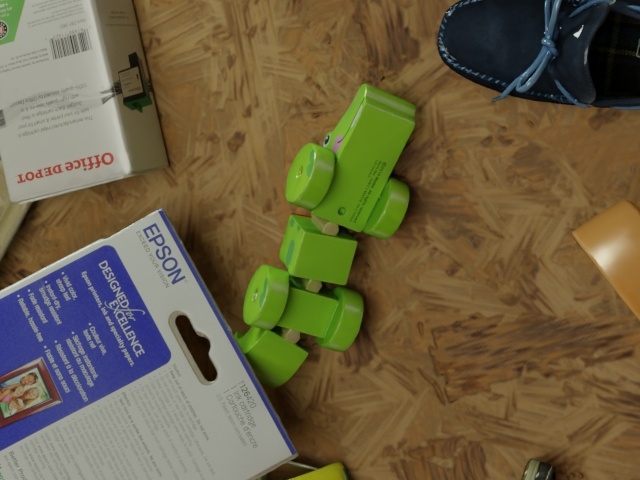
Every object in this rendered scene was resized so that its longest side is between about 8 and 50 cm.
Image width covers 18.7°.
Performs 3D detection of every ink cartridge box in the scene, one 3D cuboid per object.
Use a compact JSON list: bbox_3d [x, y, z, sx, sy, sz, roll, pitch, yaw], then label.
[{"bbox_3d":[-0.226,0.169,1.995,0.307,0.072,0.303,-27,76,-9],"label":"ink cartridge box"},{"bbox_3d":[-0.270,-0.162,2.094,0.160,0.092,0.219,-12,91,25],"label":"ink cartridge box"}]

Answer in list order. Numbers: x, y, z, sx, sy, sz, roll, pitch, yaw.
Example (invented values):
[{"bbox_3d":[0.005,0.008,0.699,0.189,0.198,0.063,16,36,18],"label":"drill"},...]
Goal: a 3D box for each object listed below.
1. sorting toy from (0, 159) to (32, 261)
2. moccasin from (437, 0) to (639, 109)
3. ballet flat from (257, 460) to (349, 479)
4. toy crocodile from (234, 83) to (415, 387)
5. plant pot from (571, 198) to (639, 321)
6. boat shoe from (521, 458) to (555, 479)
[{"bbox_3d":[-0.418,-0.070,2.203,0.229,0.041,0.307,38,109,20],"label":"sorting toy"},{"bbox_3d":[0.267,-0.190,1.841,0.342,0.117,0.137,5,98,23],"label":"moccasin"},{"bbox_3d":[-0.073,0.271,2.076,0.231,0.077,0.077,-7,72,22],"label":"ballet flat"},{"bbox_3d":[0.000,0.000,1.995,0.115,0.105,0.340,16,106,-21],"label":"toy crocodile"},{"bbox_3d":[0.391,0.046,1.742,0.203,0.291,0.291,-39,80,6],"label":"plant pot"},{"bbox_3d":[0.234,0.326,1.940,0.073,0.080,0.223,3,102,18],"label":"boat shoe"}]
